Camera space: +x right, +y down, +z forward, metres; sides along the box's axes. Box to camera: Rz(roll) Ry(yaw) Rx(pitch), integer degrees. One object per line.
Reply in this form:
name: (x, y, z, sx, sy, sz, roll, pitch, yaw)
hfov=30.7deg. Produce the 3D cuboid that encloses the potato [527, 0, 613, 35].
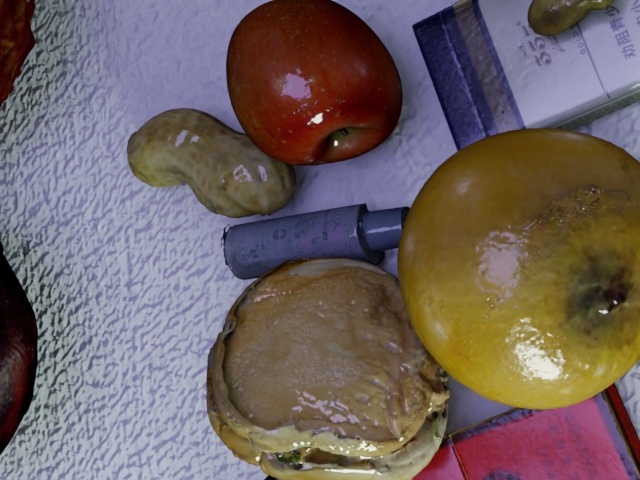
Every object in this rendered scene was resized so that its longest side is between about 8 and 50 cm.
potato: (0.240, -0.230, 1.113, 0.092, 0.046, 0.045, -28, 111, 29)

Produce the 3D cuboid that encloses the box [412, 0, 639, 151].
box: (0.236, -0.194, 1.176, 0.259, 0.071, 0.168, -23, 79, 23)

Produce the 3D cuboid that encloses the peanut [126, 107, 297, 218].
peanut: (-0.128, -0.089, 1.328, 0.229, 0.098, 0.103, 24, 87, 26)

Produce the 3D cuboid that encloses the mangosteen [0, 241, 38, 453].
mangosteen: (-0.529, 0.118, 1.377, 0.421, 0.381, 0.380, 8, 92, 58)

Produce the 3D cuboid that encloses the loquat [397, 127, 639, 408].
loquat: (0.201, 0.022, 1.083, 0.263, 0.263, 0.263, -1, 88, 25)

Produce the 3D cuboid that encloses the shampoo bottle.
shampoo bottle: (0.000, 0.000, 1.283, 0.214, 0.072, 0.072, -9, 85, 24)

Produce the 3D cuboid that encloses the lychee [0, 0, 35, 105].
lychee: (-0.538, -0.297, 1.344, 0.425, 0.425, 0.499, 29, 118, 23)

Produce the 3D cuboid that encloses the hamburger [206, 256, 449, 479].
hamburger: (-0.002, 0.133, 1.188, 0.286, 0.243, 0.146, 40, 146, 29)

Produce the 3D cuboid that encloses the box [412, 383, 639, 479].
box: (0.207, 0.246, 1.176, 0.240, 0.074, 0.153, -26, 82, 23)

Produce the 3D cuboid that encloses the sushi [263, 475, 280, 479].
sushi: (-0.003, 0.234, 1.267, 0.094, 0.084, 0.098, 22, 102, 20)

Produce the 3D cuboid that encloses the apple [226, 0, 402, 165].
apple: (-0.006, -0.167, 1.231, 0.181, 0.181, 0.168, -24, 65, 22)
